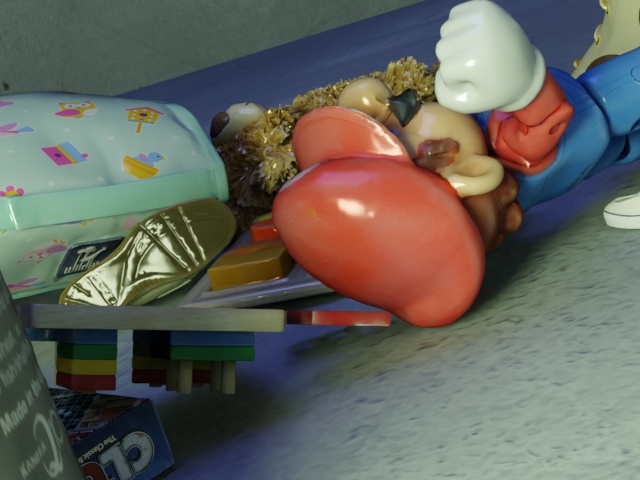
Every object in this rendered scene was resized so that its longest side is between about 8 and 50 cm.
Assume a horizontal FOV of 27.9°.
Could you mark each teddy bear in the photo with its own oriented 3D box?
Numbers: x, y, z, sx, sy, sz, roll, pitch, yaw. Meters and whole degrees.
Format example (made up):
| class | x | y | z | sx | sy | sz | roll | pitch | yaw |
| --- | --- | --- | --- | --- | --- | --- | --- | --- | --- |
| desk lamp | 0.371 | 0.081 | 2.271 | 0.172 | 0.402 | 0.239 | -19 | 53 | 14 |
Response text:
| class | x | y | z | sx | sy | sz | roll | pitch | yaw |
| --- | --- | --- | --- | --- | --- | --- | --- | --- | --- |
| teddy bear | 0.013 | -0.108 | 1.219 | 0.338 | 0.113 | 0.245 | -25 | 12 | -23 |

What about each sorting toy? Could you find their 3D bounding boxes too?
| class | x | y | z | sx | sy | sz | roll | pitch | yaw |
| --- | --- | --- | --- | --- | --- | --- | --- | --- | --- |
| sorting toy | 0.000 | 0.000 | 0.955 | 0.208 | 0.038 | 0.193 | -15 | 14 | 18 |
| sorting toy | -0.095 | 0.059 | 0.714 | 0.274 | 0.046 | 0.132 | 2 | -4 | -22 |

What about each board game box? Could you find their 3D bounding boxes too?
| class | x | y | z | sx | sy | sz | roll | pitch | yaw |
| --- | --- | --- | --- | --- | --- | --- | --- | --- | --- |
| board game box | -0.213 | 0.135 | 0.709 | 0.165 | 0.042 | 0.243 | -29 | 16 | -36 |

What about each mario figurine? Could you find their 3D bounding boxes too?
| class | x | y | z | sx | sy | sz | roll | pitch | yaw |
| --- | --- | --- | --- | --- | --- | --- | --- | --- | --- |
| mario figurine | 0.099 | -0.079 | 0.784 | 0.320 | 0.198 | 0.170 | -26 | 38 | -31 |

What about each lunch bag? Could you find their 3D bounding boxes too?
| class | x | y | z | sx | sy | sz | roll | pitch | yaw |
| --- | --- | --- | --- | --- | --- | --- | --- | --- | --- |
| lunch bag | -0.223 | -0.039 | 1.071 | 0.223 | 0.160 | 0.262 | -9 | 15 | -29 |

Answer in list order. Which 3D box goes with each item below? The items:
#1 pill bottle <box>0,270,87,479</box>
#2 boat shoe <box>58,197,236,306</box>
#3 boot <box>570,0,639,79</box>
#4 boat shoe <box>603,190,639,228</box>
| class | x | y | z | sx | sy | sz | roll | pitch | yaw |
| --- | --- | --- | --- | --- | --- | --- | --- | --- | --- |
| pill bottle | -0.212 | 0.029 | 0.434 | 0.204 | 0.361 | 0.204 | -19 | 13 | 5 |
| boat shoe | -0.131 | 0.020 | 0.995 | 0.153 | 0.056 | 0.048 | -37 | -7 | 3 |
| boot | 0.226 | -0.176 | 0.970 | 0.262 | 0.203 | 0.095 | -4 | 19 | 45 |
| boat shoe | 0.213 | -0.031 | 0.777 | 0.100 | 0.035 | 0.035 | -8 | 16 | 48 |
